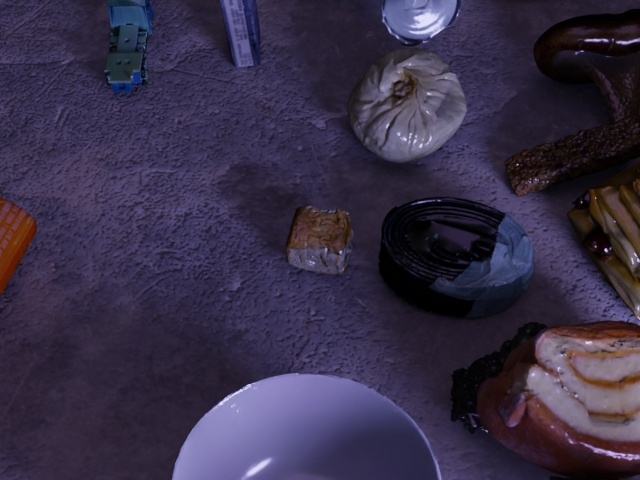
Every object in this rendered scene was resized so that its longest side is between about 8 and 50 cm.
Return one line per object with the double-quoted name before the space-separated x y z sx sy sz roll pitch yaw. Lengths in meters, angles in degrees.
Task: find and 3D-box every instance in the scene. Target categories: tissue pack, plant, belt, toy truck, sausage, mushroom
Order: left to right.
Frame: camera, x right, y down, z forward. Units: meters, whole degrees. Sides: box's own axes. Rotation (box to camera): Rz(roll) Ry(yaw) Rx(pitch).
"sausage" -0.454 0.084 1.665 0.093 0.093 0.312 14 53 11
"toy truck" -0.283 -0.296 1.976 0.067 0.081 0.175 0 51 2
"tissue pack" -0.118 -0.343 1.966 0.051 0.156 0.112 -6 52 0
"belt" 0.172 0.022 1.728 0.198 0.078 0.151 11 50 7
"plant" 0.219 0.157 1.624 0.174 0.087 0.085 -37 99 -21
"mushroom" 0.424 -0.207 1.900 0.227 0.148 0.218 -10 70 3

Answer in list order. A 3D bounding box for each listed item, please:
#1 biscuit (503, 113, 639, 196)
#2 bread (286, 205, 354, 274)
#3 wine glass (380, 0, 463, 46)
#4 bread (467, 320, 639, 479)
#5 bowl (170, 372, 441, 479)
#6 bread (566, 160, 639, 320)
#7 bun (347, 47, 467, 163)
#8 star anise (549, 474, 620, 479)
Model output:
"biscuit" 0.346 -0.114 1.825 0.199 0.034 0.064 -20 51 11
"bread" 0.000 0.002 1.748 0.083 0.077 0.070 10 63 7
"wine glass" 0.112 -0.382 1.965 0.156 0.156 0.232 -11 34 -9
"bread" 0.297 0.180 1.532 0.244 0.123 0.190 -2 65 -22
"bowl" -0.015 0.298 1.464 0.287 0.144 0.287 0 52 0
"bread" 0.531 -0.009 1.684 0.314 0.191 0.370 -28 58 -22
"bun" 0.120 -0.193 1.877 0.164 0.111 0.188 28 53 17
"star anise" 0.360 0.286 1.406 0.288 0.288 0.088 10 82 7
